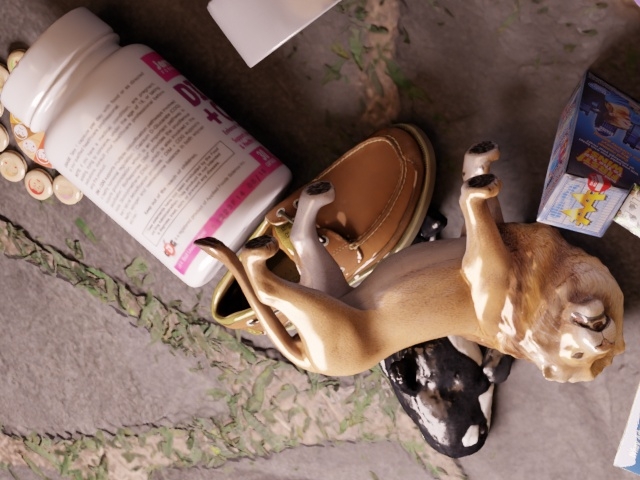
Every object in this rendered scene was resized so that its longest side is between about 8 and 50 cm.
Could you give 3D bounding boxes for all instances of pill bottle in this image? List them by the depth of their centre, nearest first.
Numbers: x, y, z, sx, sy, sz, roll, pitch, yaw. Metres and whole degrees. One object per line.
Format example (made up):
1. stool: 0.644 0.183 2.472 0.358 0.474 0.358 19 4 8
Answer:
1. pill bottle: -0.181 -0.099 1.869 0.283 0.160 0.160 41 127 3

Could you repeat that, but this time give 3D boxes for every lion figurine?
1. lion figurine: 0.092 0.054 1.752 0.392 0.142 0.240 -11 117 4

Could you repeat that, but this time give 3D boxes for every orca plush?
1. orca plush: 0.112 0.109 1.858 0.151 0.102 0.287 13 120 22

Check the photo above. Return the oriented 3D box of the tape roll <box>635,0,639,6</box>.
1. tape roll: 0.350 -0.222 1.505 0.189 0.189 0.080 32 126 10

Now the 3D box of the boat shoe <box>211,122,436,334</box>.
1. boat shoe: 0.000 0.000 1.840 0.307 0.104 0.110 -51 59 35

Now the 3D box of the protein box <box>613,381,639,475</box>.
1. protein box: 0.409 0.140 1.695 0.201 0.136 0.199 22 123 17

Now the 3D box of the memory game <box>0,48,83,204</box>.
1. memory game: -0.307 -0.125 2.014 0.186 0.012 0.186 12 120 22

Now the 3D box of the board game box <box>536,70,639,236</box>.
1. board game box: 0.279 -0.050 1.629 0.194 0.194 0.060 33 126 10

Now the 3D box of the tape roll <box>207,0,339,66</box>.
1. tape roll: 0.002 -0.251 1.656 0.219 0.219 0.072 -32 97 36
